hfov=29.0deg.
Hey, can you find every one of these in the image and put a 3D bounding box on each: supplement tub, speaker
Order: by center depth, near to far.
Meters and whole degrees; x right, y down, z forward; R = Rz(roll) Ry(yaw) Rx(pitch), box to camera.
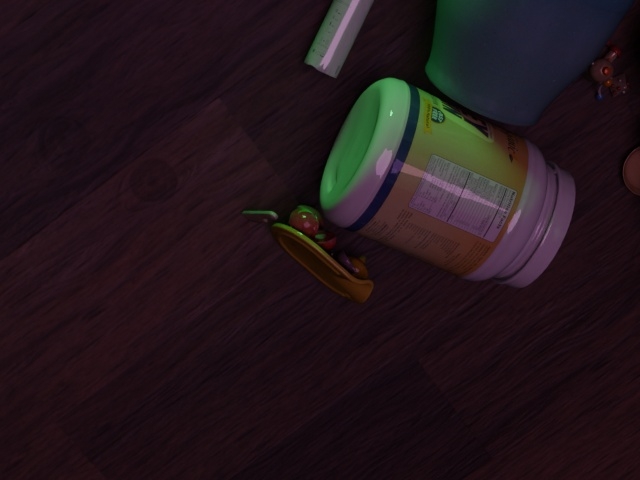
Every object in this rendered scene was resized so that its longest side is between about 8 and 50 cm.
[{"bbox_3d":[0.182,-0.076,1.783,0.316,0.228,0.228,23,100,-15],"label":"supplement tub"},{"bbox_3d":[0.028,-0.306,1.783,0.055,0.055,0.136,23,100,-15],"label":"speaker"}]

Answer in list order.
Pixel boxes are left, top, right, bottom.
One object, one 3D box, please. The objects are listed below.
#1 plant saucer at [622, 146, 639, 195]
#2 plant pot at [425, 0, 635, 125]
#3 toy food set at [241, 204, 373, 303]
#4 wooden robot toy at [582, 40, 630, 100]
[{"bbox_3d":[0.511,-0.112,1.943,0.083,0.015,0.083,-3,106,-10],"label":"plant saucer"},{"bbox_3d":[0.278,-0.311,1.733,0.272,0.271,0.255,18,117,-14],"label":"plant pot"},{"bbox_3d":[0.000,0.000,1.836,0.218,0.128,0.071,41,74,-13],"label":"toy food set"},{"bbox_3d":[0.414,-0.270,1.849,0.173,0.079,0.076,39,96,-18],"label":"wooden robot toy"}]
